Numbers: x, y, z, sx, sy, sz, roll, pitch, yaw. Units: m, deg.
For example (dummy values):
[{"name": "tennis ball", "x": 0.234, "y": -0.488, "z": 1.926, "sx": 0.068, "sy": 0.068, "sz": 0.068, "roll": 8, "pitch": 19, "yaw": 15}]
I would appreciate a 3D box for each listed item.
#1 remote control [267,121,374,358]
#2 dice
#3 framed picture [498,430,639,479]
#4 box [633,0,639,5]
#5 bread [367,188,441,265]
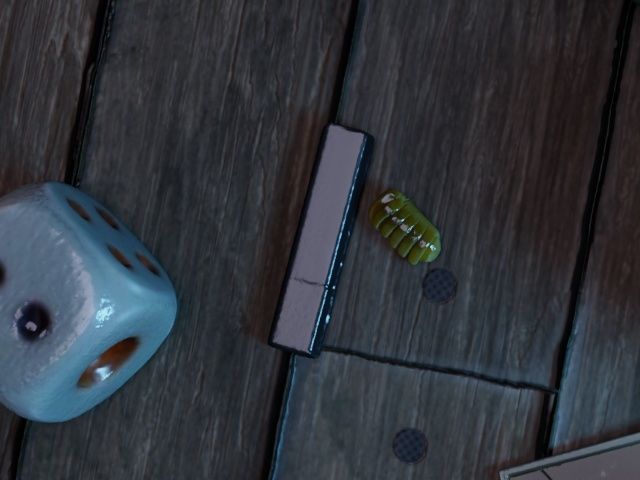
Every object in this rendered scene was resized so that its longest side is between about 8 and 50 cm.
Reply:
[{"name": "remote control", "x": 0.000, "y": 0.000, "z": 1.770, "sx": 0.063, "sy": 0.025, "sz": 0.245, "roll": 14, "pitch": 89, "yaw": 14}, {"name": "dice", "x": -0.278, "y": 0.064, "z": 1.763, "sx": 0.194, "sy": 0.193, "sz": 0.192, "roll": -45, "pitch": 75, "yaw": 10}, {"name": "framed picture", "x": 0.291, "y": 0.321, "z": 1.648, "sx": 0.184, "sy": 0.016, "sz": 0.250, "roll": -19, "pitch": 79, "yaw": 15}, {"name": "box", "x": 0.359, "y": -0.249, "z": 1.580, "sx": 0.274, "sy": 0.203, "sz": 0.116, "roll": 42, "pitch": 98, "yaw": 14}, {"name": "bread", "x": 0.086, "y": -0.012, "z": 1.739, "sx": 0.049, "sy": 0.033, "sz": 0.088, "roll": -45, "pitch": 74, "yaw": 15}]
